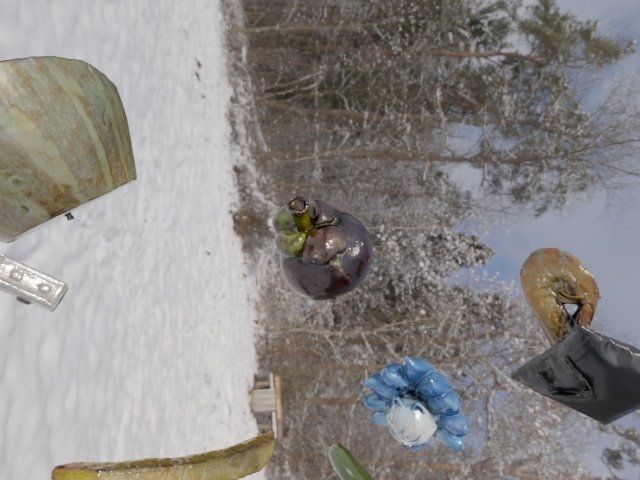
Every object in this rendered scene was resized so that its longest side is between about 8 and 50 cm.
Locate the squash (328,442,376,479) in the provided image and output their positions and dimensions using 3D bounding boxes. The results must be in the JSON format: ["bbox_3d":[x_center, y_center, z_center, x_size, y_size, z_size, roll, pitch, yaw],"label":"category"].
[{"bbox_3d":[0.088,0.643,1.321,0.318,0.071,0.080,12,-55,64],"label":"squash"}]

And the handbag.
[{"bbox_3d":[0.507,0.256,0.888,0.088,0.211,0.254,-58,172,-35],"label":"handbag"}]

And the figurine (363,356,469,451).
[{"bbox_3d":[0.094,0.160,0.477,0.079,0.114,0.114,-42,146,-38],"label":"figurine"}]

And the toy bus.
[{"bbox_3d":[-0.772,0.086,1.175,0.106,0.268,0.092,-26,-142,57],"label":"toy bus"}]

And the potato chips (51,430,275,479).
[{"bbox_3d":[-0.224,0.384,0.801,0.080,0.407,0.057,9,-92,48],"label":"potato chips"}]

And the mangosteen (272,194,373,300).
[{"bbox_3d":[0.001,0.009,0.799,0.184,0.172,0.172,55,-11,-3],"label":"mangosteen"}]

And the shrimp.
[{"bbox_3d":[0.523,0.150,1.001,0.152,0.063,0.287,-26,-96,47],"label":"shrimp"}]

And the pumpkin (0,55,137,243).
[{"bbox_3d":[-0.261,-0.058,0.436,0.110,0.217,0.217,54,-12,-3],"label":"pumpkin"}]
